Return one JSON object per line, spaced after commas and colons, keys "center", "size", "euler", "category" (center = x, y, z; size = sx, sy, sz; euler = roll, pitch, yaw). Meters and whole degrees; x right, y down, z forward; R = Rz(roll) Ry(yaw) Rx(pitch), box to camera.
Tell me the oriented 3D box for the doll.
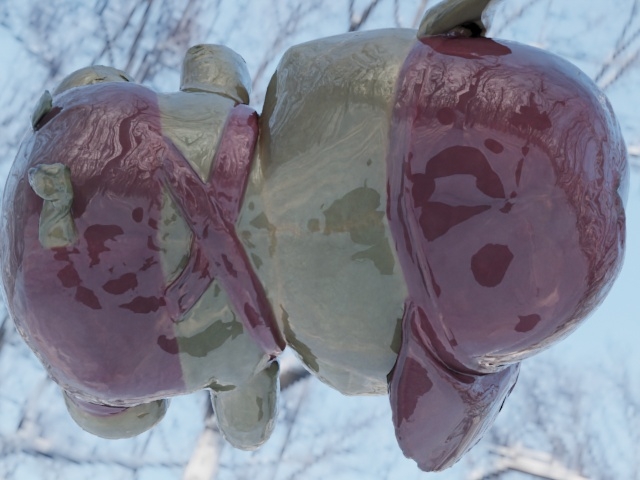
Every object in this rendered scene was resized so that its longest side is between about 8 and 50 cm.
{"center": [0.000, -0.002, 0.673], "size": [0.256, 0.152, 0.196], "euler": [-6, -58, 9], "category": "doll"}
